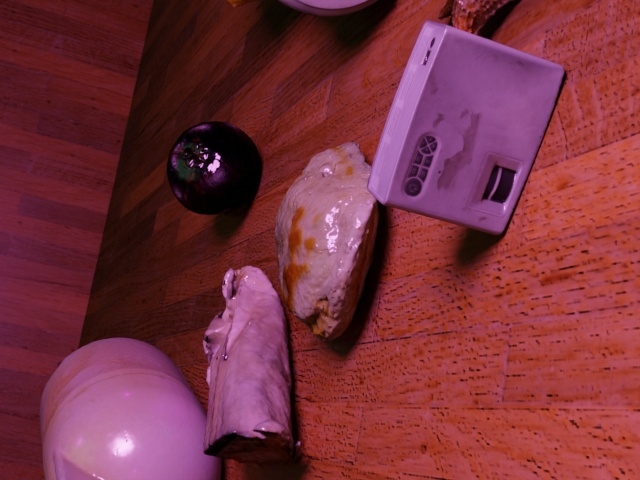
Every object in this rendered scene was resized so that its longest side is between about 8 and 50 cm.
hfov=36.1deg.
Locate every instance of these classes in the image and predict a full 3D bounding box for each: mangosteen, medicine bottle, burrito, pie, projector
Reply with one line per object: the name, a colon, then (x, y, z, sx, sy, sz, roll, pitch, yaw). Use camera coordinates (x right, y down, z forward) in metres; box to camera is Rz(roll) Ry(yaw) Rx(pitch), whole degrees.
mangosteen: (-0.160, -0.106, 1.519, 0.152, 0.153, 0.152, -166, 90, -70)
medicine bottle: (-0.261, 0.295, 1.355, 0.406, 0.236, 0.235, -149, 75, -70)
burrito: (-0.088, 0.174, 1.180, 0.347, 0.107, 0.175, -106, 20, -57)
pie: (0.000, 0.000, 1.077, 0.248, 0.090, 0.201, -111, 37, -63)
projector: (0.115, -0.091, 0.798, 0.061, 0.115, 0.147, -126, 53, -67)

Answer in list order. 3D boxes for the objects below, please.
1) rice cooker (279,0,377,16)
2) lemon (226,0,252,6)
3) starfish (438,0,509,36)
rice cooker: (-0.002, -0.398, 1.170, 0.244, 0.226, 0.226, -108, 37, -59)
lemon: (-0.092, -0.484, 1.421, 0.267, 0.267, 0.267, -166, 90, -70)
starfish: (0.157, -0.307, 0.878, 0.293, 0.084, 0.301, -45, 41, 51)
